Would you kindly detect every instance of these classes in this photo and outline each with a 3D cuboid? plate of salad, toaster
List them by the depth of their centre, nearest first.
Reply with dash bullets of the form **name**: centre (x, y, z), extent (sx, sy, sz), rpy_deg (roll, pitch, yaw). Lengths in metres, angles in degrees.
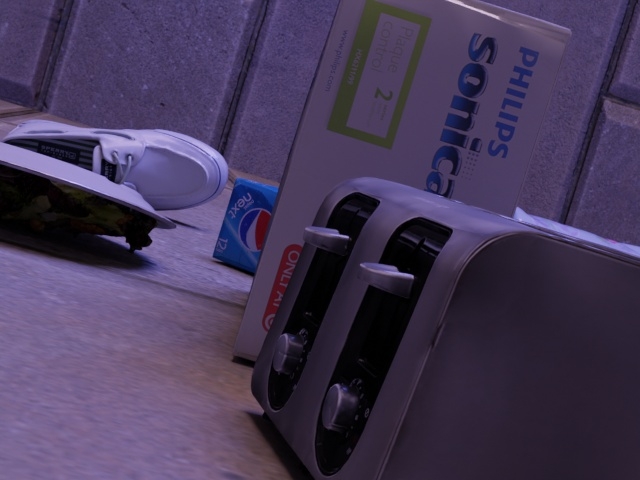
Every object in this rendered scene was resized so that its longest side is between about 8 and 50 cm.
- **toaster**: centre (0.082, 0.052, 0.455), extent (0.186, 0.110, 0.168), rpy_deg (16, 5, -16)
- **plate of salad**: centre (-0.198, -0.030, 0.844), extent (0.200, 0.048, 0.200), rpy_deg (17, -6, 2)

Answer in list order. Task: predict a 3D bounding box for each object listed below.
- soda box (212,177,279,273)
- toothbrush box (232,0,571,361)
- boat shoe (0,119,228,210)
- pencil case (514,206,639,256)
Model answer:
- **soda box**: centre (0.000, 0.000, 1.067), extent (0.067, 0.071, 0.210), rpy_deg (19, 5, 30)
- **toothbrush box**: centre (0.038, -0.033, 0.738), extent (0.122, 0.206, 0.283), rpy_deg (17, 5, -3)
- **boat shoe**: centre (-0.208, -0.069, 1.211), extent (0.226, 0.083, 0.076), rpy_deg (6, 15, 7)
- **pencil case**: centre (0.269, 0.054, 1.157), extent (0.273, 0.113, 0.124), rpy_deg (15, 27, -15)
